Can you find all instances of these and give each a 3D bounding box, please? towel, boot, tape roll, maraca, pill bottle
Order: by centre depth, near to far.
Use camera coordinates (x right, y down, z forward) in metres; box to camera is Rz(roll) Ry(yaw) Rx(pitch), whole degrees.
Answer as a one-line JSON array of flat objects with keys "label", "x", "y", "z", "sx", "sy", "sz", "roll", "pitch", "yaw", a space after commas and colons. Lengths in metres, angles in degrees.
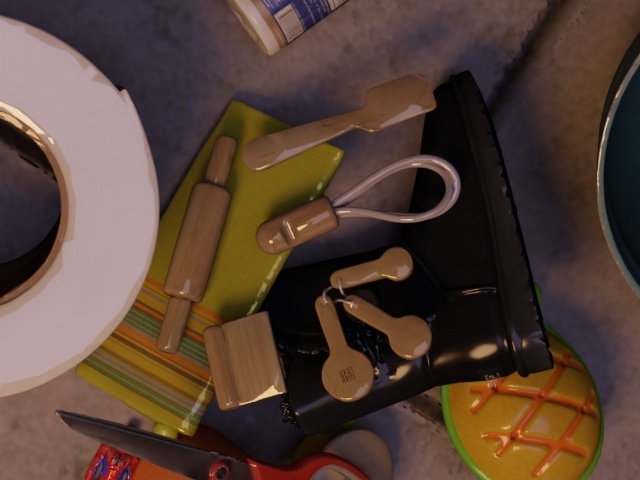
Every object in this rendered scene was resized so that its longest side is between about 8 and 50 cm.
[{"label": "tape roll", "x": -0.234, "y": -0.030, "z": 0.847, "sx": 0.246, "sy": 0.169, "sz": 0.246, "roll": -1, "pitch": 98, "yaw": -11}, {"label": "pill bottle", "x": -0.008, "y": -0.195, "z": 0.918, "sx": 0.120, "sy": 0.067, "sz": 0.067, "roll": -36, "pitch": 103, "yaw": -4}, {"label": "towel", "x": -0.079, "y": 0.018, "z": 0.920, "sx": 0.102, "sy": 0.021, "sz": 0.237, "roll": 27, "pitch": 83, "yaw": 16}, {"label": "boot", "x": 0.047, "y": 0.007, "z": 0.937, "sx": 0.207, "sy": 0.094, "sz": 0.247, "roll": -14, "pitch": 72, "yaw": 10}, {"label": "maraca", "x": 0.150, "y": 0.112, "z": 0.980, "sx": 0.127, "sy": 0.099, "sz": 0.186, "roll": -17, "pitch": 76, "yaw": -18}]

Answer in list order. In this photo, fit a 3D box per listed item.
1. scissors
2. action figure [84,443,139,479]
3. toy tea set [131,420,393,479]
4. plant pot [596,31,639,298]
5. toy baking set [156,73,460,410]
[{"label": "scissors", "x": -0.055, "y": 0.155, "z": 0.864, "sx": 0.109, "sy": 0.021, "sz": 0.297, "roll": -54, "pitch": 126, "yaw": -16}, {"label": "action figure", "x": -0.167, "y": 0.197, "z": 0.965, "sx": 0.038, "sy": 0.030, "sz": 0.115, "roll": 21, "pitch": 92, "yaw": -8}, {"label": "toy tea set", "x": -0.068, "y": 0.285, "z": 0.972, "sx": 0.200, "sy": 0.124, "sz": 0.336, "roll": 8, "pitch": 94, "yaw": -41}, {"label": "plant pot", "x": 0.338, "y": -0.083, "z": 0.913, "sx": 0.293, "sy": 0.196, "sz": 0.293, "roll": 2, "pitch": 112, "yaw": 4}, {"label": "toy baking set", "x": -0.007, "y": 0.000, "z": 0.886, "sx": 0.196, "sy": 0.030, "sz": 0.256, "roll": 8, "pitch": 78, "yaw": 11}]
